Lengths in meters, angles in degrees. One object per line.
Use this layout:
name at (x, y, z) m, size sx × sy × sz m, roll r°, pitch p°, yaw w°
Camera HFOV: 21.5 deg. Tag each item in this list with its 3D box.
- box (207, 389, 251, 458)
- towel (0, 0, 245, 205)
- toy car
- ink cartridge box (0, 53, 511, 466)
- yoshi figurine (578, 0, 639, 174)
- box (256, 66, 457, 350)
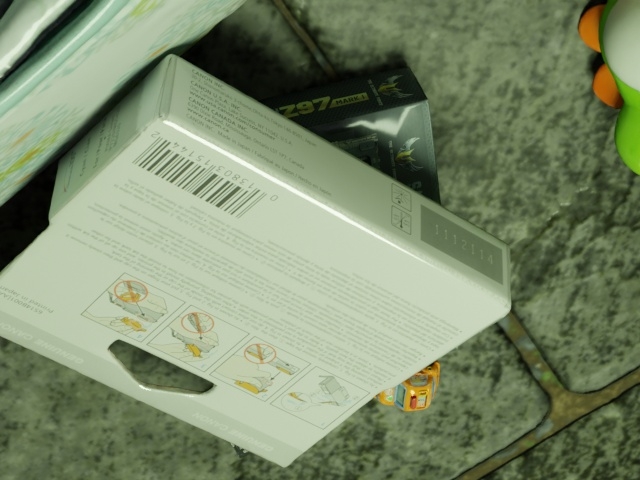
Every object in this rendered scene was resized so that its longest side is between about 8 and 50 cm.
box at (-0.042, 0.133, 1.358) m, size 0.083 × 0.018 × 0.067 m, roll -25°, pitch 126°, yaw 2°
towel at (-0.196, -0.094, 1.001) m, size 0.374 × 0.320 × 0.090 m, roll -38°, pitch 92°, yaw 12°
toy car at (0.087, 0.090, 1.351) m, size 0.060 × 0.040 × 0.122 m, roll 13°, pitch 119°, yaw -23°
ink cartridge box at (-0.060, 0.027, 1.183) m, size 0.296 × 0.066 × 0.261 m, roll 29°, pitch 133°, yaw -27°
yoshi figurine at (0.298, -0.191, 1.134) m, size 0.204 × 0.203 × 0.362 m, roll -10°, pitch 128°, yaw -17°
box at (0.000, 0.000, 1.256) m, size 0.183 × 0.059 × 0.232 m, roll -14°, pitch 125°, yaw -5°
